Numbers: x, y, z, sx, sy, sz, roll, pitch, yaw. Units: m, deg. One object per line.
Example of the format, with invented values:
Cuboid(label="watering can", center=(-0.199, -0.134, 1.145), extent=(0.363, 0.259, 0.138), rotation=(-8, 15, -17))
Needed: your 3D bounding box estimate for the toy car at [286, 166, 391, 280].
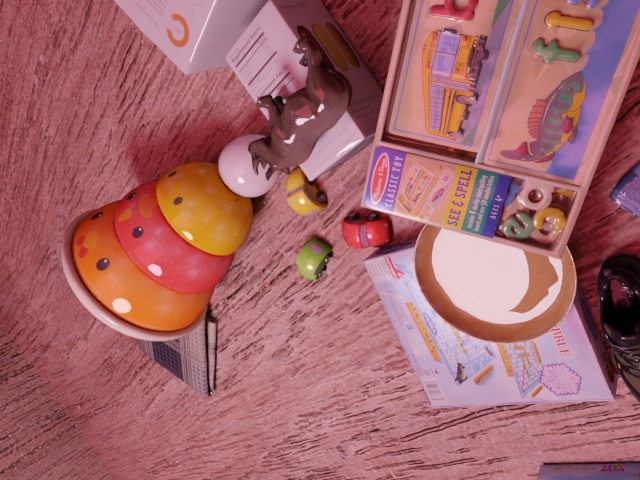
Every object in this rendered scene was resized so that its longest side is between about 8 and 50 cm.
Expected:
Cuboid(label="toy car", center=(0.000, 0.000, 0.987), extent=(0.239, 0.053, 0.224), rotation=(35, 128, 17))

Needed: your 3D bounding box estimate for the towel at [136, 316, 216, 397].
Cuboid(label="towel", center=(-0.418, 0.255, 1.425), extent=(0.312, 0.056, 0.324), rotation=(24, 127, 27))

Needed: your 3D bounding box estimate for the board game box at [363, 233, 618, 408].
Cuboid(label="board game box", center=(0.273, 0.127, 0.849), extent=(0.318, 0.066, 0.318), rotation=(-18, 101, 40))

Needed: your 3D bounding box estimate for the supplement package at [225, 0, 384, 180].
Cuboid(label="supplement package", center=(-0.010, -0.246, 0.813), extent=(0.134, 0.139, 0.244), rotation=(-33, 93, 41))

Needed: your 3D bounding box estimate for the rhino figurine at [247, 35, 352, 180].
Cuboid(label="rhino figurine", center=(-0.043, -0.169, 0.736), extent=(0.106, 0.073, 0.243), rotation=(51, 132, 6))

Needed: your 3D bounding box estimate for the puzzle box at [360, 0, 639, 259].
Cuboid(label="puzzle box", center=(0.218, -0.201, 0.609), extent=(0.272, 0.052, 0.408), rotation=(16, 113, 16))

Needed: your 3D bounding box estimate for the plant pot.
Cuboid(label="plant pot", center=(0.256, 0.044, 0.756), extent=(0.237, 0.032, 0.236), rotation=(15, 120, 29))

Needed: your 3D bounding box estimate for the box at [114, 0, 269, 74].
Cuboid(label="box", center=(-0.166, -0.475, 0.789), extent=(0.215, 0.168, 0.345), rotation=(47, 130, 6))

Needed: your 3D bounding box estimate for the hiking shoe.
Cuboid(label="hiking shoe", center=(0.426, 0.138, 0.690), extent=(0.086, 0.114, 0.226), rotation=(-23, 82, 44))

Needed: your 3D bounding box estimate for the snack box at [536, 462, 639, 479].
Cuboid(label="snack box", center=(0.501, 0.492, 0.870), extent=(0.175, 0.070, 0.207), rotation=(-23, 97, 40))

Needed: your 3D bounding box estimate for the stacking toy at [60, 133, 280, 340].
Cuboid(label="stacking toy", center=(-0.261, -0.051, 1.039), extent=(0.480, 0.351, 0.350), rotation=(-41, 86, 23))

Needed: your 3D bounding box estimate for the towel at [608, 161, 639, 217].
Cuboid(label="towel", center=(0.441, -0.083, 0.649), extent=(0.067, 0.029, 0.119), rotation=(40, 130, 12))
